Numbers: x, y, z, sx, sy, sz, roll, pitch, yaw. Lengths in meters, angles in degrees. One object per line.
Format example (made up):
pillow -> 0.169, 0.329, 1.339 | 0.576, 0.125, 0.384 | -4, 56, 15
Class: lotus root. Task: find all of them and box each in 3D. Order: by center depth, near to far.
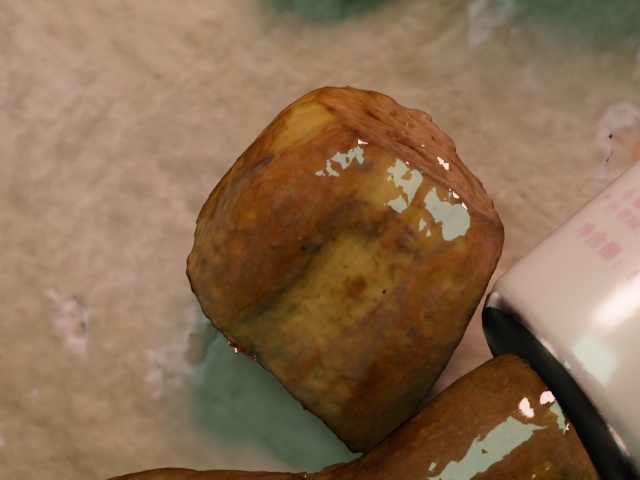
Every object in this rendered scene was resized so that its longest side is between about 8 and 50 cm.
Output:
lotus root -> 0.004, -0.002, 0.852 | 0.135, 0.095, 0.159 | -52, 50, 35

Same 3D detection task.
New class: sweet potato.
sweet potato -> -0.005, 0.123, 0.833 | 0.286, 0.085, 0.112 | -13, 69, 33

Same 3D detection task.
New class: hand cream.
hand cream -> 0.239, -0.029, 0.809 | 0.359, 0.118, 0.185 | -35, 72, -4
